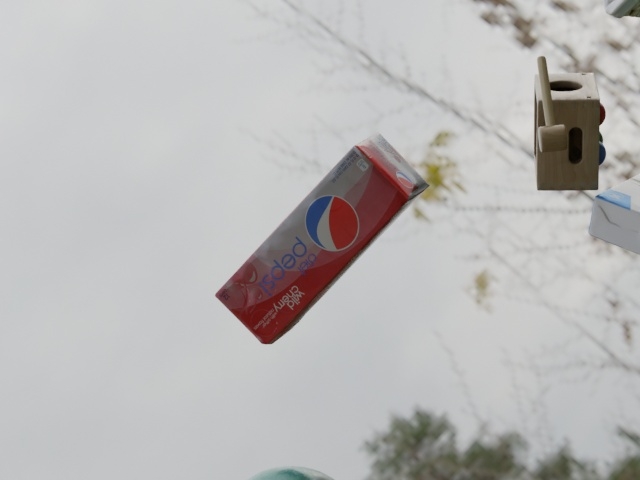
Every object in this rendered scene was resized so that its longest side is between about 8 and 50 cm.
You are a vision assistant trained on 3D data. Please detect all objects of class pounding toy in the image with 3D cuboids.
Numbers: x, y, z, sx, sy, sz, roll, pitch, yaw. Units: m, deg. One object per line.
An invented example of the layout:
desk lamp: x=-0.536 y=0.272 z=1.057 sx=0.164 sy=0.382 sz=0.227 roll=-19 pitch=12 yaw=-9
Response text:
pounding toy: x=0.330 y=-0.157 z=2.185 sx=0.206 sy=0.094 sz=0.181 roll=-78 pitch=-14 yaw=-68

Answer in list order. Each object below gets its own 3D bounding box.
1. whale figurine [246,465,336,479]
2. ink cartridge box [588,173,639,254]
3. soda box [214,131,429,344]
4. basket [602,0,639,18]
whale figurine: x=-0.076 y=0.324 z=1.725 sx=0.272 sy=0.141 sz=0.216 roll=-13 pitch=-43 yaw=-48
ink cartridge box: x=0.453 y=-0.042 z=2.234 sx=0.180 sy=0.104 sz=0.060 roll=-24 pitch=-53 yaw=-45
soda box: x=0.000 y=0.000 z=1.911 sx=0.263 sy=0.092 sz=0.083 roll=-47 pitch=-5 yaw=25
basket: x=0.411 y=-0.345 z=1.962 sx=0.103 sy=0.113 sz=0.167 roll=4 pitch=-27 yaw=-23
